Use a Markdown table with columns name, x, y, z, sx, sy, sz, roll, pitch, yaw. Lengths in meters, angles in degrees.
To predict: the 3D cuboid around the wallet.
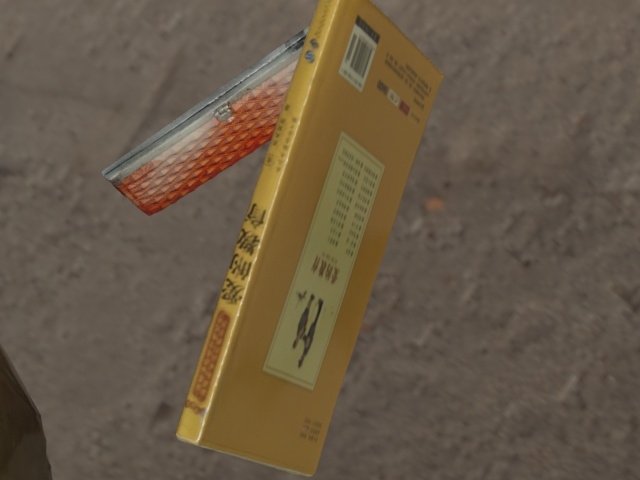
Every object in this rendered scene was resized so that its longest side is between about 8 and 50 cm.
| name | x | y | z | sx | sy | sz | roll | pitch | yaw |
| --- | --- | --- | --- | --- | --- | --- | --- | --- | --- |
| wallet | -0.065 | -0.087 | 1.421 | 0.196 | 0.103 | 0.020 | -34 | 69 | 2 |

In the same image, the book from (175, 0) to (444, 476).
| name | x | y | z | sx | sy | sz | roll | pitch | yaw |
| --- | --- | --- | --- | --- | --- | --- | --- | --- | --- |
| book | 0.000 | 0.000 | 0.708 | 0.012 | 0.118 | 0.172 | 16 | 83 | 24 |

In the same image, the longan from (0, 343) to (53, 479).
| name | x | y | z | sx | sy | sz | roll | pitch | yaw |
| --- | --- | --- | --- | --- | --- | --- | --- | --- | --- |
| longan | -0.311 | 0.161 | 1.107 | 0.319 | 0.319 | 0.319 | -15 | 61 | 29 |
